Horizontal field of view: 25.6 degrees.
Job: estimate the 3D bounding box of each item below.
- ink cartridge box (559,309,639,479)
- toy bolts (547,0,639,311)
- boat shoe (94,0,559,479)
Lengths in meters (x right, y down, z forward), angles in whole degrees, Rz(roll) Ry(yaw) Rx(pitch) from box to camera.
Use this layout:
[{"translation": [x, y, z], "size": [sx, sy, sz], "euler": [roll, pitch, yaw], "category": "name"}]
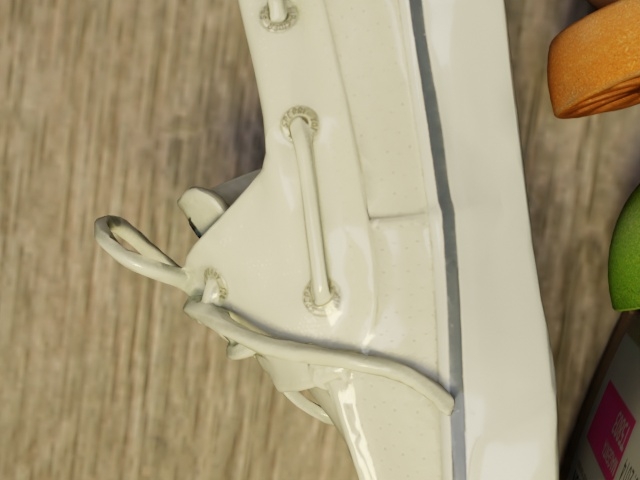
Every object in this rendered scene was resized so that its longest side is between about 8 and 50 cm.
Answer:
[{"translation": [0.186, 0.104, 0.459], "size": [0.193, 0.234, 0.088], "euler": [22, 96, 4], "category": "ink cartridge box"}, {"translation": [0.204, -0.085, 0.472], "size": [0.228, 0.218, 0.159], "euler": [-15, 87, -11], "category": "toy bolts"}, {"translation": [-0.001, -0.001, 0.521], "size": [0.156, 0.136, 0.367], "euler": [-7, 91, 6], "category": "boat shoe"}]
